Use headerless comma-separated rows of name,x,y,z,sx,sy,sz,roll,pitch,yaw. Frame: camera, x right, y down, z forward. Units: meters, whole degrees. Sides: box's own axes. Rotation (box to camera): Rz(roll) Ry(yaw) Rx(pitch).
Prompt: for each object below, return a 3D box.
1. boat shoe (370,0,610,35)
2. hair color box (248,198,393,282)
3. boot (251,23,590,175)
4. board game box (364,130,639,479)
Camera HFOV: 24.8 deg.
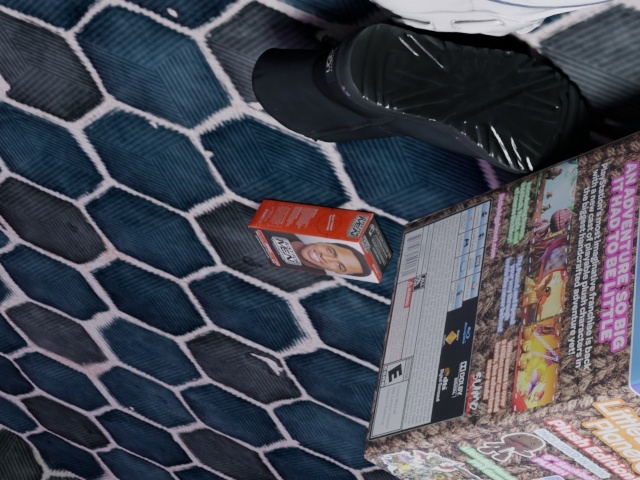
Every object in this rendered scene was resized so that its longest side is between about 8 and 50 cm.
boat shoe,0.138,-0.199,1.099,0.258,0.095,0.084,15,154,43
hair color box,0.000,0.000,1.572,0.141,0.043,0.072,7,144,32
boot,0.082,-0.120,1.265,0.247,0.094,0.207,16,176,-23
board game box,0.199,0.073,1.170,0.141,0.232,0.291,34,142,-31
